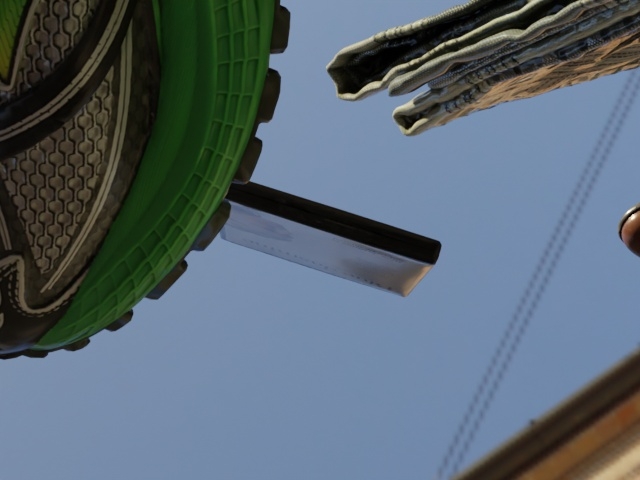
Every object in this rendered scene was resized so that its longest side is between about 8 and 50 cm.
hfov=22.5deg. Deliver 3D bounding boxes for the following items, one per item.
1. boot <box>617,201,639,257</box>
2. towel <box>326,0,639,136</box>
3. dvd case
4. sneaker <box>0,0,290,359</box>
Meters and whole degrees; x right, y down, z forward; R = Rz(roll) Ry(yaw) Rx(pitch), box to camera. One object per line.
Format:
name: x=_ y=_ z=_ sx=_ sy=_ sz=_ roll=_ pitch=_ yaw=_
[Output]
boot: x=0.444 y=0.078 z=1.642 sx=0.264 sy=0.096 sz=0.280 roll=19 pitch=-145 yaw=-13
towel: x=0.206 y=-0.128 z=0.825 sx=0.324 sy=0.312 sz=0.056 roll=-15 pitch=-90 yaw=-36
dvd case: x=0.000 y=0.000 z=1.334 sx=0.180 sy=0.253 sz=0.022 roll=17 pitch=-98 yaw=1
sneaker: x=-0.092 y=-0.110 z=0.437 sx=0.146 sy=0.134 sz=0.343 roll=-11 pitch=-50 yaw=-31
